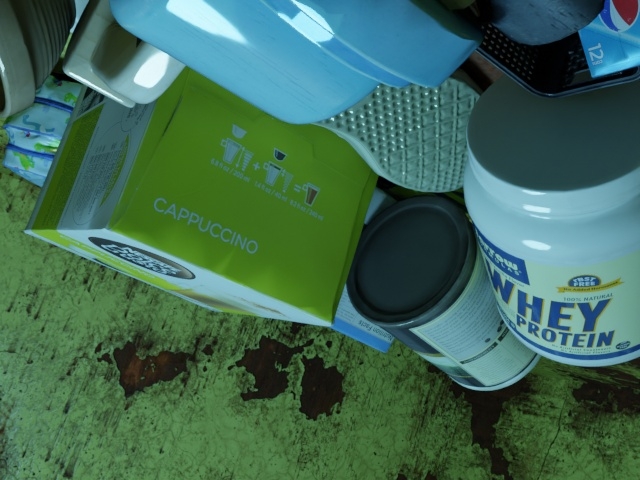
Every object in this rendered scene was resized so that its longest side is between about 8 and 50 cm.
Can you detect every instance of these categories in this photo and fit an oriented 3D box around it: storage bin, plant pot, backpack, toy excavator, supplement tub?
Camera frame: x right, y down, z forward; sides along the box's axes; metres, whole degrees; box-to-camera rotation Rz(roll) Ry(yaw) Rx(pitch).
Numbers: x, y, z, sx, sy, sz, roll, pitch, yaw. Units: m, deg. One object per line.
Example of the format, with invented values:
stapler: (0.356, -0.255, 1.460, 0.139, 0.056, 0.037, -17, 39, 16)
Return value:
storage bin: (0.198, -0.212, 0.637, 0.180, 0.084, 0.122, 27, 165, -29)
plant pot: (-0.324, -0.253, 0.721, 0.237, 0.109, 0.237, 38, 146, 31)
backpack: (-0.433, -0.175, 1.379, 0.290, 0.273, 0.356, 21, 156, 18)
toy excavator: (-0.071, -0.198, 0.531, 0.222, 0.433, 0.445, 27, 122, -34)
supplement tub: (0.296, -0.027, 0.826, 0.235, 0.235, 0.325, 10, 148, 32)

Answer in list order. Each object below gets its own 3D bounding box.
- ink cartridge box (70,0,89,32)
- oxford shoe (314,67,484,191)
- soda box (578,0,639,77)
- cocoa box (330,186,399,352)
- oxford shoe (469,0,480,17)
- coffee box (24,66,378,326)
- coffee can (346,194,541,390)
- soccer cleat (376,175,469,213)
ink cartridge box: (-0.386, -0.347, 0.876, 0.217, 0.092, 0.158, 15, 167, 8)
oxford shoe: (0.064, -0.183, 0.879, 0.449, 0.169, 0.130, 19, -149, -38)
soda box: (0.253, -0.175, 0.463, 0.067, 0.210, 0.071, -3, 111, 60)
cocoa box: (0.000, 0.000, 1.261, 0.231, 0.228, 0.347, 30, 180, -39)
oxford shoe: (0.075, -0.220, 0.599, 0.076, 0.076, 0.212, 29, -174, -38)
coffee box: (-0.151, -0.101, 1.007, 0.337, 0.338, 0.334, 27, 164, -34)
coffee can: (0.197, 0.086, 1.082, 0.201, 0.202, 0.275, 6, 156, 44)
soccer cleat: (0.185, -0.101, 1.092, 0.289, 0.093, 0.121, 5, 159, 48)
